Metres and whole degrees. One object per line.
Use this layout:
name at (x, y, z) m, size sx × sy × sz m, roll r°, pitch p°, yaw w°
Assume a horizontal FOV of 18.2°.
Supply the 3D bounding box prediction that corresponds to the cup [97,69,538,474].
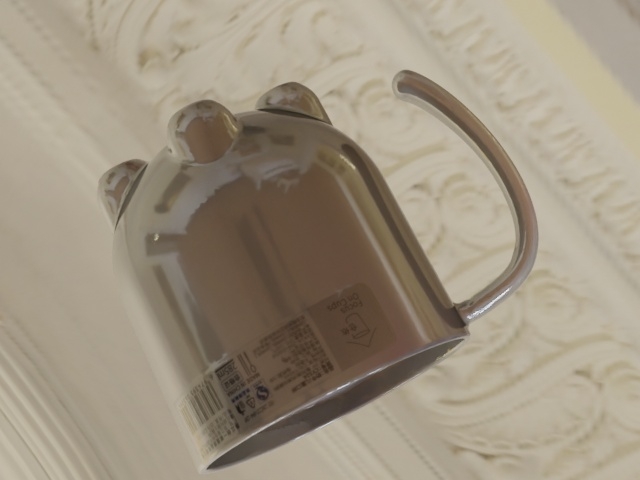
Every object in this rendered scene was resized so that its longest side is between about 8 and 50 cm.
cup at (-0.008, 0.002, 0.882) m, size 0.173 × 0.134 × 0.142 m, roll -31°, pitch -101°, yaw 27°
